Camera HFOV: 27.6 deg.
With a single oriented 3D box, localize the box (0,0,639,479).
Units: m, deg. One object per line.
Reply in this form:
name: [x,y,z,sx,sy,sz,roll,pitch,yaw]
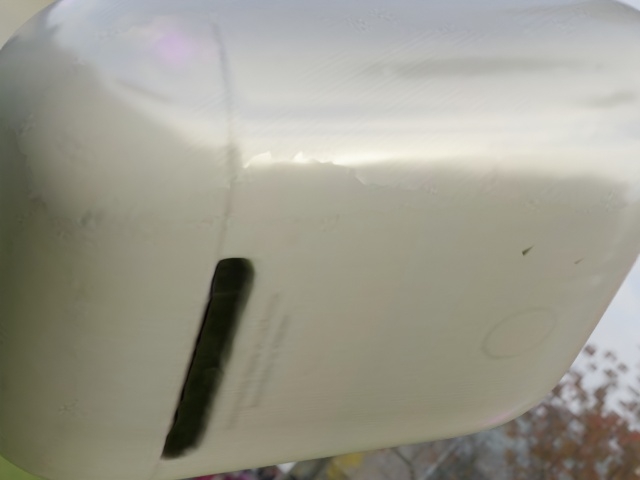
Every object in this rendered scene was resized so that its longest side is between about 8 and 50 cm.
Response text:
box: [0.000,0.001,0.649,0.289,0.349,0.141,111,-33,-45]
